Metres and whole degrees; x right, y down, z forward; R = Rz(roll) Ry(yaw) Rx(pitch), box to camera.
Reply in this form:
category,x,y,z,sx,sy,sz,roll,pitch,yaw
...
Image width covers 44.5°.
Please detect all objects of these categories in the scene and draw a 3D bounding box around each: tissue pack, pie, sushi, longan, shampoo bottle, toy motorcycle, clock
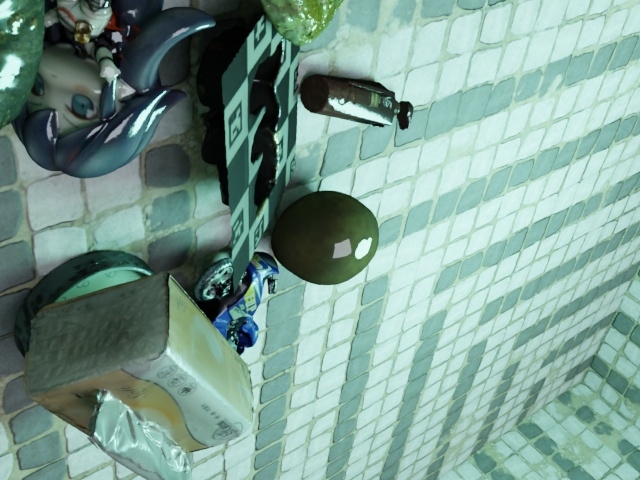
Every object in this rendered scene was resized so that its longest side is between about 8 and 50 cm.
category,x,y,z,sx,sy,sz,roll,pitch,yaw
tissue pack,-0.240,0.225,1.104,0.238,0.238,0.305,-41,145,-9
pie,-0.002,-0.370,0.937,0.277,0.078,0.277,13,90,-68
sushi,-0.119,-0.162,1.074,0.373,0.099,0.296,94,14,-47
longan,0.000,0.000,1.335,0.184,0.159,0.204,3,160,-36
shampoo bottle,0.069,-0.219,1.256,0.236,0.067,0.068,-2,120,-47
toy motorcycle,-0.147,0.114,1.326,0.169,0.113,0.315,-37,155,-31
clock,-0.338,0.118,1.171,0.226,0.049,0.226,-27,141,-25

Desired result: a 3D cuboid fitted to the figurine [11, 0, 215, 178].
category,x,y,z,sx,sy,sz,roll,pitch,yaw
figurine,-0.243,-0.198,0.855,0.197,0.175,0.265,3,130,-54

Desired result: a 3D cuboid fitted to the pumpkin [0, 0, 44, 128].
category,x,y,z,sx,sy,sz,roll,pitch,yaw
pumpkin,-0.377,-0.195,0.627,0.291,0.257,0.328,8,118,-35
